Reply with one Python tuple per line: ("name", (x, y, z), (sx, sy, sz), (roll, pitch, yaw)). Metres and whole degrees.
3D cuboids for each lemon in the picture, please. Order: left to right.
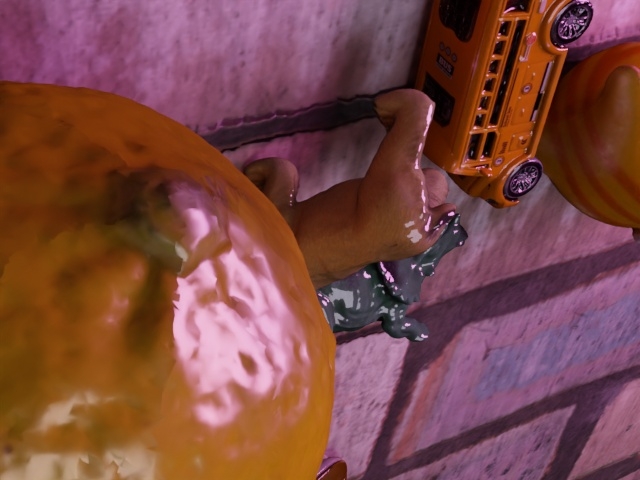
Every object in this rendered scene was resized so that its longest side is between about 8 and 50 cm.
("lemon", (-0.152, 0.082, 0.589), (0.336, 0.336, 0.336), (-24, 141, -21))

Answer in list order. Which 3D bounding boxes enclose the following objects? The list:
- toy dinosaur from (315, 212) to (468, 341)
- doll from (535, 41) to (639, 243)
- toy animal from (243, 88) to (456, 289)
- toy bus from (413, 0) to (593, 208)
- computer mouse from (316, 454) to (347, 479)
("toy dinosaur", (-0.007, 0.064, 0.887), (0.292, 0.079, 0.120), (-37, 139, -9))
("doll", (0.296, -0.086, 0.928), (0.270, 0.162, 0.167), (-16, 169, -38))
("toy animal", (0.000, 0.000, 0.774), (0.219, 0.101, 0.103), (-24, 137, 22))
("toy bus", (0.113, -0.111, 0.800), (0.088, 0.083, 0.194), (-14, 135, -27))
("computer mouse", (-0.055, 0.271, 1.090), (0.199, 0.045, 0.102), (-23, 144, -21))
